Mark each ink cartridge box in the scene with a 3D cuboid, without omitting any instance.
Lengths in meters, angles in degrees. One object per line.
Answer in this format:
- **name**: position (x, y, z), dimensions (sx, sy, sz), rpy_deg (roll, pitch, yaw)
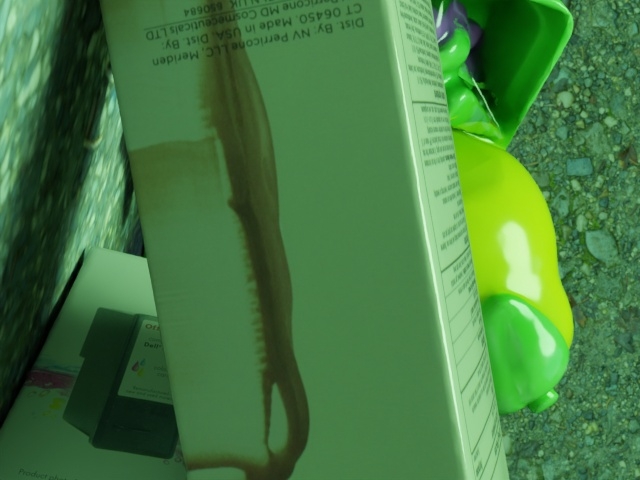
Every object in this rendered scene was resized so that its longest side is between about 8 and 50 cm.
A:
- **ink cartridge box**: position (-0.113, 0.151, 0.675), dimensions (0.353, 0.119, 0.207), rpy_deg (-76, 180, -54)

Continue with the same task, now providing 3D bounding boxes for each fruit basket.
- **fruit basket**: position (0.030, -0.040, 0.875), dimensions (0.392, 0.283, 0.392), rpy_deg (-175, -90, -77)

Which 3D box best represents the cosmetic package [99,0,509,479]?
- **cosmetic package**: position (0.000, 0.000, 0.566), dimensions (0.153, 0.129, 0.296), rpy_deg (-18, 98, -77)
